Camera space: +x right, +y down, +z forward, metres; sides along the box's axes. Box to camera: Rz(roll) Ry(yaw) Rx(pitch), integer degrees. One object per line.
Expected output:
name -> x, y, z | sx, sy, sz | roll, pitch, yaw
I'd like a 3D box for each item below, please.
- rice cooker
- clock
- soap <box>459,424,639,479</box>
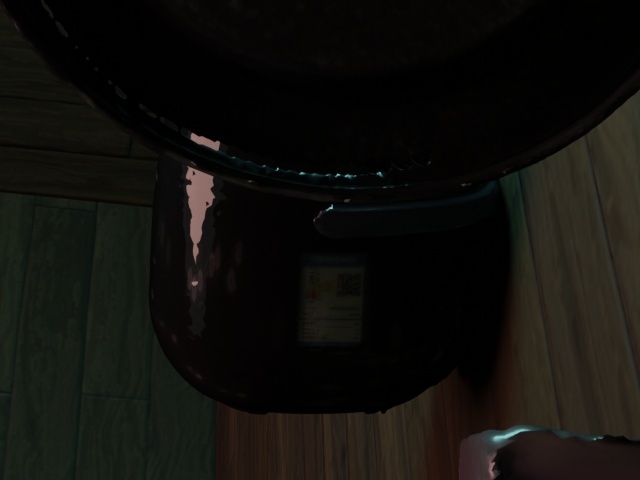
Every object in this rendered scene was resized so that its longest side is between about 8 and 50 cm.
rice cooker -> 0.000, 0.000, 1.333 | 0.267, 0.267, 0.224 | -111, 21, -73
clock -> 0.015, -0.205, 0.886 | 0.076, 0.386, 0.386 | 103, 172, -86
soap -> 0.103, 0.222, 0.738 | 0.285, 0.107, 0.296 | 79, -167, -81
